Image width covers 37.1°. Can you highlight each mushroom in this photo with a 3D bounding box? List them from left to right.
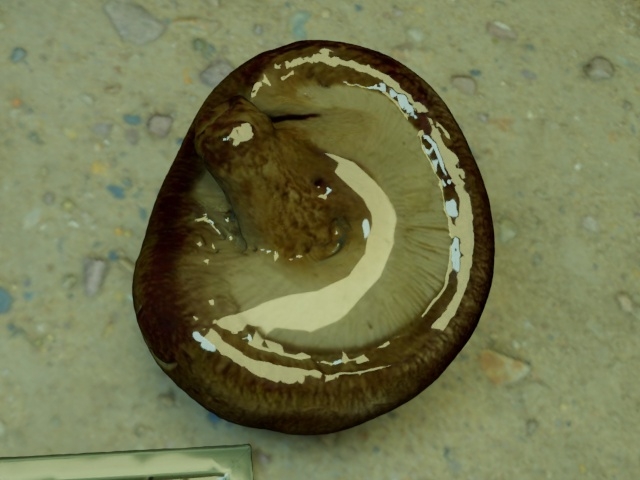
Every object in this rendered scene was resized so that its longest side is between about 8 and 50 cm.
[{"bbox_3d":[-0.004,0.003,0.563,0.194,0.138,0.231,31,72,-12],"label":"mushroom"}]

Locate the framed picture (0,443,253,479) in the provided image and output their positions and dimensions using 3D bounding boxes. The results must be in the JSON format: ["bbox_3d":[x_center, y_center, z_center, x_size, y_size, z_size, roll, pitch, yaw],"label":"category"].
[{"bbox_3d":[-0.161,0.215,0.478,0.273,0.016,0.216,1,64,-13],"label":"framed picture"}]
